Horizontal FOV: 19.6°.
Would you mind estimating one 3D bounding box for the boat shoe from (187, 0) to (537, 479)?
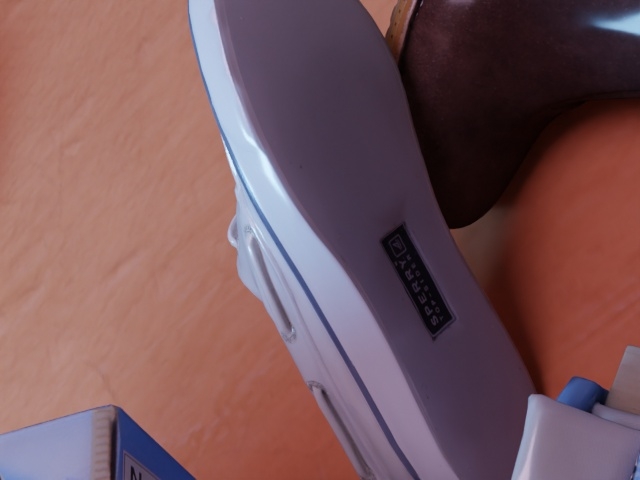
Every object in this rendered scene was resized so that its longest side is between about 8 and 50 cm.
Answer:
[{"bbox_3d":[0.000,0.000,0.772,0.084,0.095,0.258,-19,94,47],"label":"boat shoe"}]

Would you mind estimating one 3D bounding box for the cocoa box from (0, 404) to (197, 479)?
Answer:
[{"bbox_3d":[-0.177,0.245,0.736,0.347,0.231,0.228,-16,53,18],"label":"cocoa box"}]

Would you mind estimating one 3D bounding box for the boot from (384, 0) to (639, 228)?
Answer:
[{"bbox_3d":[0.136,-0.083,0.744,0.207,0.090,0.248,35,109,40],"label":"boot"}]

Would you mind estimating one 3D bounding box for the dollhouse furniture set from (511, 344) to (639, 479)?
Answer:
[{"bbox_3d":[0.163,0.063,0.510,0.286,0.198,0.303,15,76,39],"label":"dollhouse furniture set"}]
